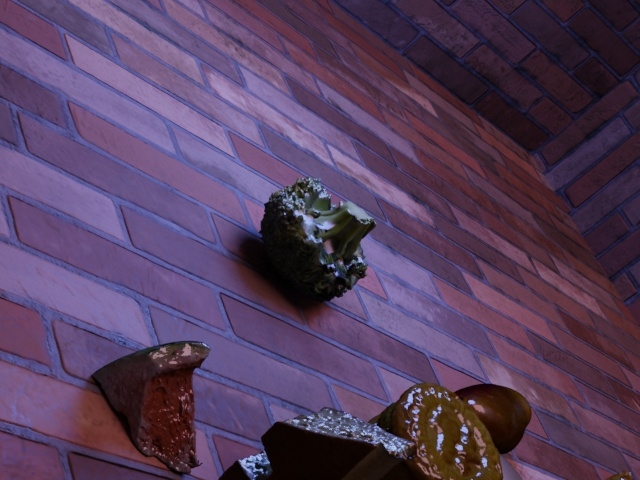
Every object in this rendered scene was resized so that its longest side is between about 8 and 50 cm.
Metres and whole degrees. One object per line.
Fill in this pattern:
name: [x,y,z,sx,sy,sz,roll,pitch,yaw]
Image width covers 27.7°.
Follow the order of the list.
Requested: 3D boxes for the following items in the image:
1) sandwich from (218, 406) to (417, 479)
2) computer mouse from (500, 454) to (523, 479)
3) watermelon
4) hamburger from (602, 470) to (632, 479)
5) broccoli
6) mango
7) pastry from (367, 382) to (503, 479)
sandwich: [-0.003,0.266,1.556,0.122,0.236,0.128,-4,57,-52]
computer mouse: [0.282,0.404,2.110,0.145,0.082,0.236,31,19,-49]
watermelon: [-0.207,0.192,1.538,0.098,0.121,0.158,-6,101,-50]
hamburger: [0.533,0.540,2.325,0.283,0.157,0.144,-83,149,-63]
broccoli: [-0.001,0.002,2.136,0.226,0.176,0.198,19,42,-18]
mango: [0.302,0.316,2.299,0.133,0.111,0.267,41,16,25]
pastry: [0.170,0.339,1.951,0.240,0.132,0.235,-8,64,-53]
